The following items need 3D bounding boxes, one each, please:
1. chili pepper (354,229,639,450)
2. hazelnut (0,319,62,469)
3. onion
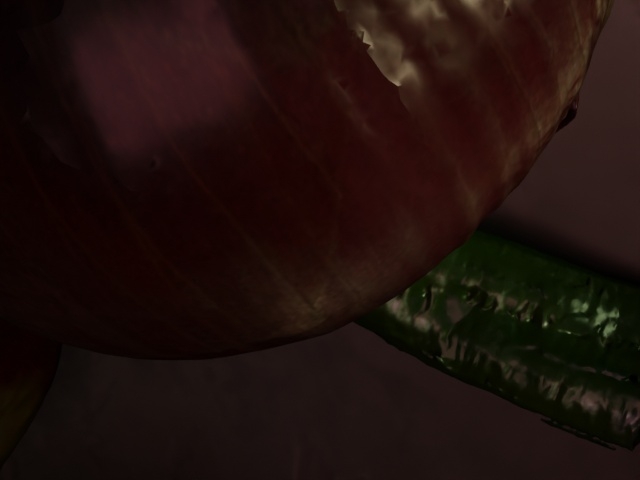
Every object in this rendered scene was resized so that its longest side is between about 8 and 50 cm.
[{"bbox_3d":[0.000,0.000,0.923,0.359,0.076,0.085,22,71,-3],"label":"chili pepper"},{"bbox_3d":[-0.240,0.048,0.923,0.251,0.217,0.217,-25,105,17],"label":"hazelnut"},{"bbox_3d":[-0.055,-0.124,0.759,0.354,0.353,0.353,3,112,8],"label":"onion"}]
